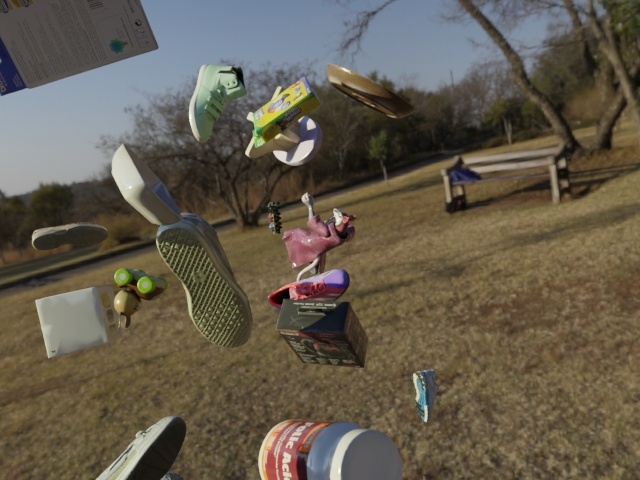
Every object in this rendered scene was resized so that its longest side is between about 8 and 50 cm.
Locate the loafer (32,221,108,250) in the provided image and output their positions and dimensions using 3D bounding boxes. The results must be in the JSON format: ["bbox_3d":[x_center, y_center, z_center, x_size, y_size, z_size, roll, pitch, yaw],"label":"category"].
[{"bbox_3d":[-0.447,-0.014,1.030,0.125,0.045,0.039,-9,39,-24],"label":"loafer"}]

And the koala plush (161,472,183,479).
[{"bbox_3d":[-0.408,0.830,1.708,0.203,0.196,0.221,35,-9,32],"label":"koala plush"}]

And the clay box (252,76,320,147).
[{"bbox_3d":[-0.113,-0.365,1.646,0.222,0.053,0.127,-32,35,11],"label":"clay box"}]

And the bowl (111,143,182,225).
[{"bbox_3d":[-0.326,-0.093,1.065,0.053,0.142,0.142,-38,-36,-2],"label":"bowl"}]

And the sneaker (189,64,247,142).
[{"bbox_3d":[-0.306,-0.422,1.755,0.150,0.256,0.094,2,-13,19],"label":"sneaker"}]

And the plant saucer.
[{"bbox_3d":[0.146,-0.452,1.782,0.310,0.050,0.310,27,8,-4],"label":"plant saucer"}]

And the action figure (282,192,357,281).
[{"bbox_3d":[0.000,0.000,2.170,0.247,0.276,0.370,16,-29,-28],"label":"action figure"}]

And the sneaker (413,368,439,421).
[{"bbox_3d":[0.360,0.511,1.905,0.082,0.191,0.071,-14,22,-26],"label":"sneaker"}]

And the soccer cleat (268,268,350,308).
[{"bbox_3d":[-0.041,0.179,2.042,0.318,0.109,0.116,-22,-19,32],"label":"soccer cleat"}]

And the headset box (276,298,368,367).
[{"bbox_3d":[0.009,0.284,1.788,0.217,0.110,0.293,0,-34,21],"label":"headset box"}]

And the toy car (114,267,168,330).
[{"bbox_3d":[-0.583,0.192,1.810,0.148,0.189,0.155,19,-3,3],"label":"toy car"}]

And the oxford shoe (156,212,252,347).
[{"bbox_3d":[-0.292,0.107,1.534,0.169,0.450,0.130,-16,33,7],"label":"oxford shoe"}]

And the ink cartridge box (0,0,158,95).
[{"bbox_3d":[-0.491,-0.410,1.092,0.310,0.186,0.065,-22,32,-10],"label":"ink cartridge box"}]

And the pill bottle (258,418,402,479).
[{"bbox_3d":[0.018,0.588,1.515,0.223,0.224,0.392,-13,-6,-35],"label":"pill bottle"}]

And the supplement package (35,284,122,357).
[{"bbox_3d":[-0.833,0.274,2.021,0.197,0.200,0.262,-13,-1,-9],"label":"supplement package"}]

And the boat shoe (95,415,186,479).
[{"bbox_3d":[-0.434,0.521,1.297,0.103,0.118,0.320,21,59,32],"label":"boat shoe"}]

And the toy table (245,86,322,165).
[{"bbox_3d":[-0.131,-0.371,1.957,0.160,0.252,0.274,24,-7,-37],"label":"toy table"}]

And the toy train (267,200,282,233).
[{"bbox_3d":[-0.130,-0.063,1.627,0.036,0.027,0.158,10,-29,5],"label":"toy train"}]
